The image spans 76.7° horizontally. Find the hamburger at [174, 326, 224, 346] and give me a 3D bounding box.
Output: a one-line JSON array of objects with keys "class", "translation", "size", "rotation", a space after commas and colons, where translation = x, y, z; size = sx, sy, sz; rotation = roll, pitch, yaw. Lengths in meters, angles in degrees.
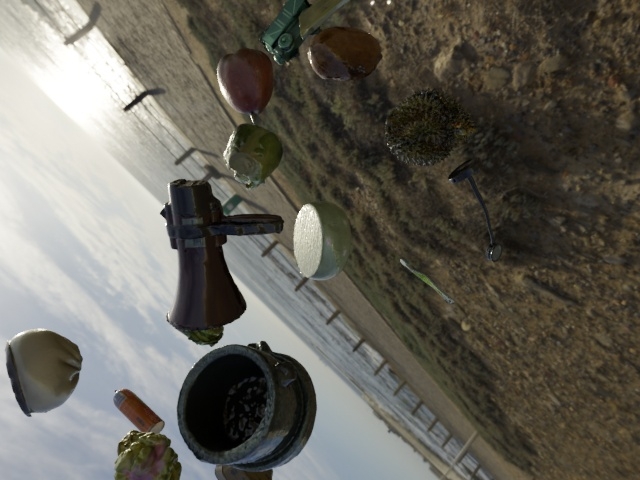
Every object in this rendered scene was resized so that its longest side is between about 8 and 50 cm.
[{"class": "hamburger", "translation": [-0.494, 0.341, 1.642], "size": [0.214, 0.125, 0.235], "rotation": [42, 178, 3]}]

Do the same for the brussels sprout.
[{"class": "brussels sprout", "translation": [-0.346, -0.431, 2.031], "size": [0.275, 0.315, 0.371], "rotation": [38, -172, -17]}]

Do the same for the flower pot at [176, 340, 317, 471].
[{"class": "flower pot", "translation": [-0.154, 0.375, 0.958], "size": [0.299, 0.299, 0.283], "rotation": [36, 169, 33]}]

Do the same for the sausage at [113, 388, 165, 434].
[{"class": "sausage", "translation": [-0.638, 0.583, 1.394], "size": [0.234, 0.071, 0.071], "rotation": [27, 162, 25]}]

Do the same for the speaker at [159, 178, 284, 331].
[{"class": "speaker", "translation": [-0.239, 0.034, 0.937], "size": [0.258, 0.330, 0.198], "rotation": [10, -159, 17]}]

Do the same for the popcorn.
[{"class": "popcorn", "translation": [-0.351, 0.461, 0.822], "size": [0.126, 0.126, 0.145], "rotation": [9, 137, 45]}]

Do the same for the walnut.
[{"class": "walnut", "translation": [0.062, -0.425, 0.928], "size": [0.115, 0.207, 0.116], "rotation": [31, 129, 49]}]

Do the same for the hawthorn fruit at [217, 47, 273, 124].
[{"class": "hawthorn fruit", "translation": [-0.248, -0.528, 1.403], "size": [0.199, 0.199, 0.252], "rotation": [-176, 72, -72]}]

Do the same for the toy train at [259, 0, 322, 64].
[{"class": "toy train", "translation": [-0.107, -0.821, 1.570], "size": [0.154, 0.269, 0.115], "rotation": [45, -167, 19]}]

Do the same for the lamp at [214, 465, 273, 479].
[{"class": "lamp", "translation": [-0.260, 0.794, 1.385], "size": [0.185, 0.161, 0.161], "rotation": [52, 168, 2]}]

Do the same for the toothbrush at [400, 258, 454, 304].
[{"class": "toothbrush", "translation": [0.354, 0.134, 1.364], "size": [0.263, 0.026, 0.022], "rotation": [48, 136, 49]}]

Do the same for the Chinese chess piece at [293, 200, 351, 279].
[{"class": "Chinese chess piece", "translation": [0.000, 0.000, 1.279], "size": [0.101, 0.251, 0.250], "rotation": [1, -171, -26]}]

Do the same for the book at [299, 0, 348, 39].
[{"class": "book", "translation": [0.016, -0.570, 0.975], "size": [0.013, 0.167, 0.193], "rotation": [43, -153, -34]}]

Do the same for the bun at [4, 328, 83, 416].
[{"class": "bun", "translation": [-0.562, 0.260, 0.837], "size": [0.172, 0.119, 0.173], "rotation": [30, 129, 45]}]

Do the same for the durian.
[{"class": "durian", "translation": [0.371, -0.384, 1.394], "size": [0.292, 0.258, 0.258], "rotation": [-22, 122, 30]}]

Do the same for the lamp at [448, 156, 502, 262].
[{"class": "lamp", "translation": [0.521, -0.100, 1.349], "size": [0.108, 0.130, 0.371], "rotation": [16, 145, 53]}]
